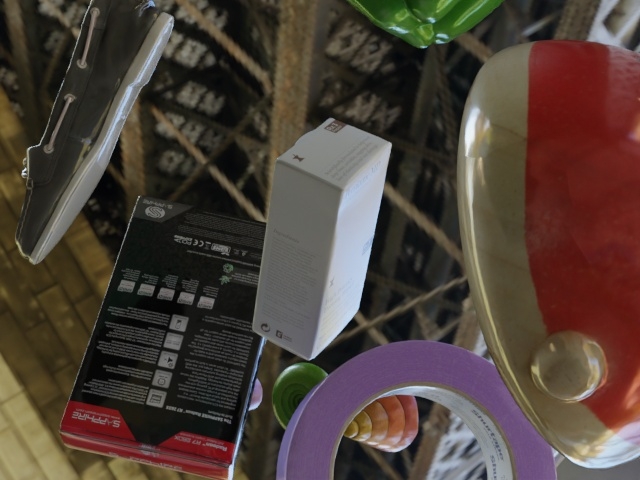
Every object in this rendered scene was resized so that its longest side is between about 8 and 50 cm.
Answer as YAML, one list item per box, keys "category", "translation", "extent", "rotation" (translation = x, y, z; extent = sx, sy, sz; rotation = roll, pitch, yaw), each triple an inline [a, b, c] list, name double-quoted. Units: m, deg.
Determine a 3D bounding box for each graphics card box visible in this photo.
- category: "graphics card box"
  translation: [-0.191, 0.129, 1.497]
  extent: [0.233, 0.371, 0.094]
  rotation: [11, -29, 2]

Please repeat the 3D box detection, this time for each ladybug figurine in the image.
- category: "ladybug figurine"
  translation: [0.226, -0.011, 0.818]
  extent: [0.162, 0.449, 0.305]
  rotation: [-20, -71, 25]

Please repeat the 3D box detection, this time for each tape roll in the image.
- category: "tape roll"
  translation: [0.095, 0.243, 1.105]
  extent: [0.275, 0.275, 0.090]
  rotation: [56, -14, 6]

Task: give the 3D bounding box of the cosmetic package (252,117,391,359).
- category: "cosmetic package"
  translation: [0.000, 0.000, 1.159]
  extent: [0.085, 0.117, 0.231]
  rotation: [25, -50, 18]

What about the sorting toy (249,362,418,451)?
- category: "sorting toy"
  translation: [-0.033, 0.268, 1.710]
  extent: [0.366, 0.126, 0.127]
  rotation: [4, -84, 33]

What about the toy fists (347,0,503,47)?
- category: "toy fists"
  translation: [0.025, -0.184, 0.585]
  extent: [0.142, 0.096, 0.279]
  rotation: [37, 2, 21]

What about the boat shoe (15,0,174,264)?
- category: "boat shoe"
  translation: [-0.286, -0.137, 1.264]
  extent: [0.095, 0.335, 0.112]
  rotation: [29, 2, -1]

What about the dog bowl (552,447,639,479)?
- category: "dog bowl"
  translation: [0.367, 0.342, 1.312]
  extent: [0.265, 0.265, 0.104]
  rotation: [59, -5, 0]
